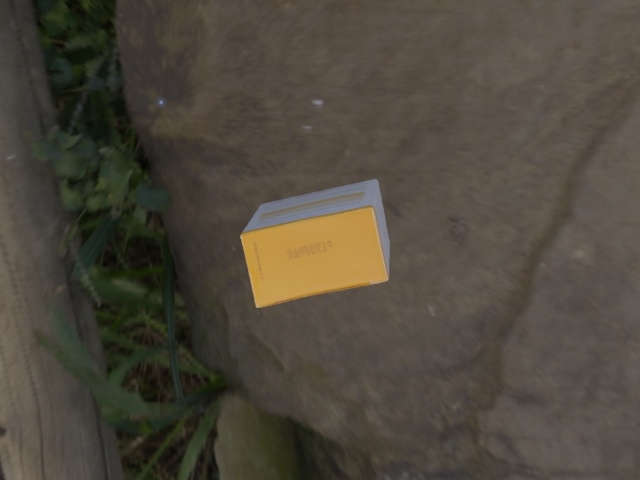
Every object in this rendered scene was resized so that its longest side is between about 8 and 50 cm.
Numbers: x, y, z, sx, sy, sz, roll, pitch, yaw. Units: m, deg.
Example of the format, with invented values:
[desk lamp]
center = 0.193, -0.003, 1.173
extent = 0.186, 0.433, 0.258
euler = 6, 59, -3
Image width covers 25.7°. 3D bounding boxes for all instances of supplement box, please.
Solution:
[supplement box]
center = 0.000, 0.000, 0.662
extent = 0.062, 0.098, 0.036
euler = -12, 99, 6
